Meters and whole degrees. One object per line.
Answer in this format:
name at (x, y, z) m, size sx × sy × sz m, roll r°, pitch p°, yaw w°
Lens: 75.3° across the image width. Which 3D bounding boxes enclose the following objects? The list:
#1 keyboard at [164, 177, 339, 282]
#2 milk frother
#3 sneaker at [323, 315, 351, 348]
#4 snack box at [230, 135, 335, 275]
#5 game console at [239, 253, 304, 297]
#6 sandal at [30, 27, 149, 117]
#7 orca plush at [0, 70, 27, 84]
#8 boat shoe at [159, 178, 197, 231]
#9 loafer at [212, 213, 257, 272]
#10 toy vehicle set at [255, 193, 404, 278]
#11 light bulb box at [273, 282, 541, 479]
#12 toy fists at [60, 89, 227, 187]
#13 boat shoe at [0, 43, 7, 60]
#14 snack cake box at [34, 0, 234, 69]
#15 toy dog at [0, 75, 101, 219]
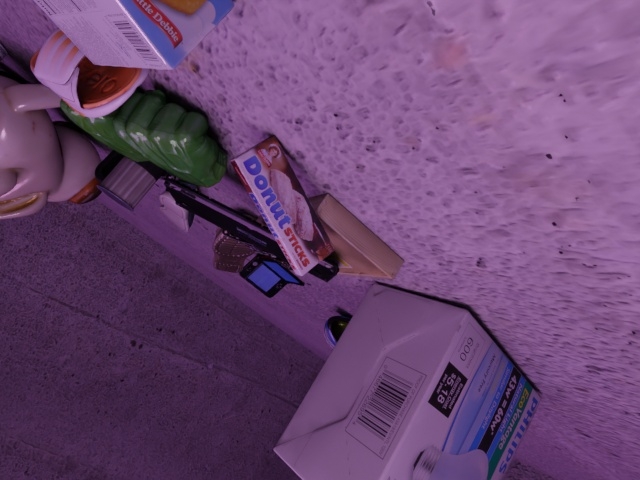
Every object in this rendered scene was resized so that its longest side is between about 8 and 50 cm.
keyboard at (-0.116, -0.010, 0.741) m, size 0.317 × 0.033 × 0.201 m, roll 28°, pitch 165°, yaw -1°
milk frother at (-0.380, -0.127, 0.881) m, size 0.129 × 0.134 × 0.143 m, roll 21°, pitch 159°, yaw 36°
sneaker at (0.145, 0.322, 1.183) m, size 0.330 × 0.129 × 0.147 m, roll 28°, pitch 164°, yaw 17°
snack box at (-0.046, -0.043, 0.548) m, size 0.022 × 0.064 × 0.178 m, roll 10°, pitch 133°, yaw 58°
game console at (-0.142, 0.112, 1.202) m, size 0.144 × 0.124 × 0.085 m, roll 45°, pitch -174°, yaw -32°
sandal at (-0.343, -0.243, 0.559) m, size 0.265 × 0.102 × 0.076 m, roll 26°, pitch 164°, yaw 29°
orca plush at (-0.784, -0.386, 0.956) m, size 0.287 × 0.151 × 0.102 m, roll 18°, pitch 117°, yaw 4°
boat shoe at (-0.337, -0.089, 1.003) m, size 0.095 × 0.079 × 0.254 m, roll 37°, pitch 160°, yaw -4°
loafer at (-0.205, -0.003, 0.981) m, size 0.102 × 0.092 × 0.268 m, roll 11°, pitch 154°, yaw -20°
toy vehicle set at (0.000, 0.000, 0.719) m, size 0.166 × 0.035 × 0.267 m, roll 40°, pitch 161°, yaw -21°
light bulb box at (0.179, 0.335, 0.769) m, size 0.361 × 0.358 × 0.225 m, roll 43°, pitch 162°, yaw -33°
toy fists at (-0.273, -0.175, 0.634) m, size 0.279 × 0.096 × 0.142 m, roll 24°, pitch 173°, yaw 24°
boat shoe at (-0.758, -0.412, 0.874) m, size 0.229 × 0.076 × 0.080 m, roll 27°, pitch 162°, yaw 18°
snack cake box at (-0.201, -0.258, 0.288) m, size 0.152 × 0.089 × 0.264 m, roll 22°, pitch 160°, yaw 37°
toy dog at (-0.686, -0.211, 0.950) m, size 0.284 × 0.395 × 0.408 m, roll 52°, pitch 178°, yaw 3°
